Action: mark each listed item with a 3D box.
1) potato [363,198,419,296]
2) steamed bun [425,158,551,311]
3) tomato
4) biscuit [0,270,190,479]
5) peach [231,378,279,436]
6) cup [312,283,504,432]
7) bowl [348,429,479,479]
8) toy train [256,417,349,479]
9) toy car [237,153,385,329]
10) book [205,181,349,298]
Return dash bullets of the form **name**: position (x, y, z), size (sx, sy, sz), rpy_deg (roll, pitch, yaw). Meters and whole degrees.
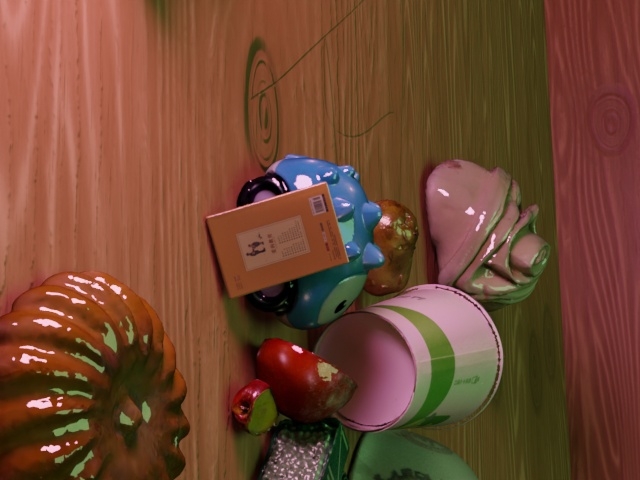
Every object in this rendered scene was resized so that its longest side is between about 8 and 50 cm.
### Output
- **potato**: position (0.101, 0.012, 2.127), size (0.137, 0.137, 0.175), rpy_deg (-52, 153, -59)
- **steamed bun**: position (0.366, -0.013, 2.637), size (0.310, 0.220, 0.324), rpy_deg (9, 76, -67)
- **tomato**: position (-0.031, 0.206, 1.758), size (0.091, 0.139, 0.159), rpy_deg (-62, 142, -17)
- **biscuit**: position (-0.233, 0.188, 1.305), size (0.326, 0.107, 0.325), rpy_deg (20, 67, -62)
- **peach**: position (-0.089, 0.225, 1.700), size (0.083, 0.050, 0.077), rpy_deg (7, 101, -58)
- **cup**: position (0.131, 0.197, 2.013), size (0.274, 0.253, 0.253), rpy_deg (1, 83, -61)
- **bowl**: position (0.205, 0.520, 2.154), size (0.435, 0.196, 0.434), rpy_deg (-6, 90, -67)
- **toy train**: position (-0.020, 0.376, 1.750), size (0.269, 0.115, 0.154), rpy_deg (-68, 151, -46)
- **toy car**: position (0.000, 0.000, 1.793), size (0.188, 0.190, 0.255), rpy_deg (5, 82, -68)
- **book**: position (-0.057, -0.001, 1.689), size (0.012, 0.172, 0.118), rpy_deg (-151, -135, -78)
